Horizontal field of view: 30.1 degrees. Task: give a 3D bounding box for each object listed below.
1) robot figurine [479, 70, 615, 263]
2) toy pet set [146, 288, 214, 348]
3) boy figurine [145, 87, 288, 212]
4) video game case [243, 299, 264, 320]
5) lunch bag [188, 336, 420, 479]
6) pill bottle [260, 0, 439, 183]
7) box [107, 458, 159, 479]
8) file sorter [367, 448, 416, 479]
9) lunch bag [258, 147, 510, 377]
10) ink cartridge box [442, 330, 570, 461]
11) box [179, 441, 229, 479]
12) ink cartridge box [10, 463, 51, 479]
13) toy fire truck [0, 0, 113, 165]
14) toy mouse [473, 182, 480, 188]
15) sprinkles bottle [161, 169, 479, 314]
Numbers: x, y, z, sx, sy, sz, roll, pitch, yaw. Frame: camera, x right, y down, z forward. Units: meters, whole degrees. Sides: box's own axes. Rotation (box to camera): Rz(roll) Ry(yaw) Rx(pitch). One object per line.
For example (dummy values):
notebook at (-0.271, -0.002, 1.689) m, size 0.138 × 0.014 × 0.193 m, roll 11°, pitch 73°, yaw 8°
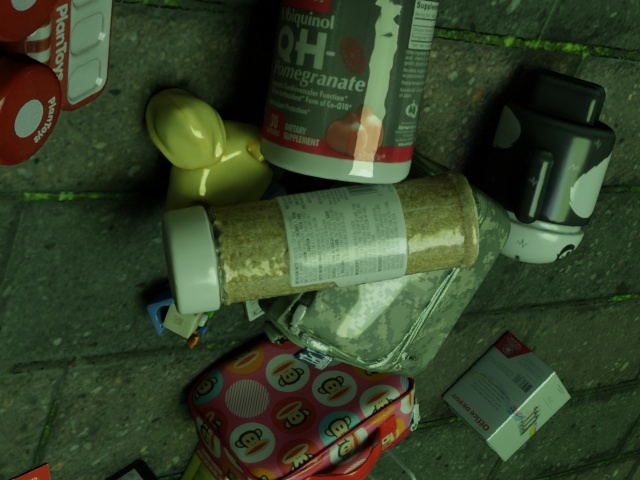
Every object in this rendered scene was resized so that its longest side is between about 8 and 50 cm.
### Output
robot figurine at (0.332, -0.103, 1.747) m, size 0.209 × 0.173 × 0.278 m, roll 4°, pitch 108°, yaw -34°
toy pet set at (-0.180, 0.084, 1.560) m, size 0.122 × 0.065 × 0.114 m, roll -66°, pitch 174°, yaw 27°
boy figurine at (-0.124, -0.074, 1.426) m, size 0.177 × 0.092 × 0.285 m, roll -44°, pitch 142°, yaw -3°
video game case at (-0.072, 0.050, 1.651) m, size 0.087 × 0.011 × 0.122 m, roll -30°, pitch 140°, yaw -20°
lunch bag at (-0.012, 0.245, 1.681) m, size 0.293 × 0.258 × 0.120 m, roll -29°, pitch 139°, yaw -21°
pill bottle at (0.038, -0.234, 1.332) m, size 0.176 × 0.176 × 0.318 m, roll -3°, pitch 107°, yaw -42°
box at (-0.229, 0.429, 1.703) m, size 0.078 × 0.180 × 0.147 m, roll -31°, pitch 141°, yaw -22°
file sorter at (-0.007, 0.442, 1.936) m, size 0.278 × 0.173 × 0.192 m, roll -16°, pitch 133°, yaw -33°
lunch bag at (0.072, 0.021, 1.573) m, size 0.305 × 0.213 × 0.256 m, roll -57°, pitch 146°, yaw 7°
ink cartridge box at (0.337, 0.285, 2.159) m, size 0.176 × 0.128 × 0.127 m, roll -43°, pitch 143°, yaw -3°
box at (-0.183, 0.409, 1.809) m, size 0.058 × 0.087 × 0.232 m, roll 7°, pitch 119°, yaw -46°
ink cartridge box at (-0.431, 0.427, 1.616) m, size 0.181 × 0.056 × 0.224 m, roll -22°, pitch 138°, yaw -29°
toy fire truck at (-0.282, -0.231, 1.103) m, size 0.254 × 0.169 × 0.302 m, roll -42°, pitch 151°, yaw -48°
toy mouse at (0.252, -0.041, 1.863) m, size 0.143 × 0.031 × 0.161 m, roll -27°, pitch 138°, yaw -24°
sprinkles bottle at (0.000, 0.000, 1.374) m, size 0.356 × 0.121 × 0.121 m, roll -9°, pitch 133°, yaw -9°
